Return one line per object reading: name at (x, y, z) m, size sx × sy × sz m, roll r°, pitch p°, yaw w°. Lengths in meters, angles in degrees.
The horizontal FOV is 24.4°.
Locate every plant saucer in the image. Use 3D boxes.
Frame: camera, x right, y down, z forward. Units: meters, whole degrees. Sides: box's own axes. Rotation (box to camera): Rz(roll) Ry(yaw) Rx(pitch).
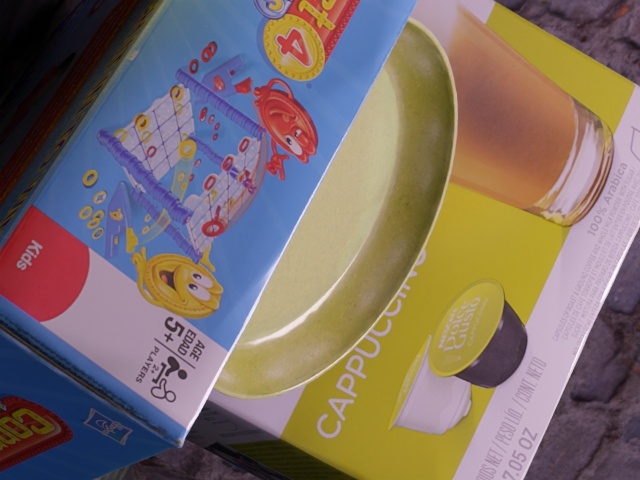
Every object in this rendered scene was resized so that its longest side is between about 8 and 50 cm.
plant saucer at (-0.008, -0.023, 0.858) m, size 0.241 × 0.037 × 0.241 m, roll -34°, pitch 138°, yaw -37°

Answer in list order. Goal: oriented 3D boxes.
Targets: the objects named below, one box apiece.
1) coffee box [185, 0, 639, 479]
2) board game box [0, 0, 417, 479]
coffee box at (0.000, 0.000, 1.120) m, size 0.338 × 0.334 × 0.338 m, roll -63°, pitch -171°, yaw -13°
board game box at (-0.098, -0.027, 0.655) m, size 0.302 × 0.086 × 0.308 m, roll -28°, pitch -151°, yaw 53°
